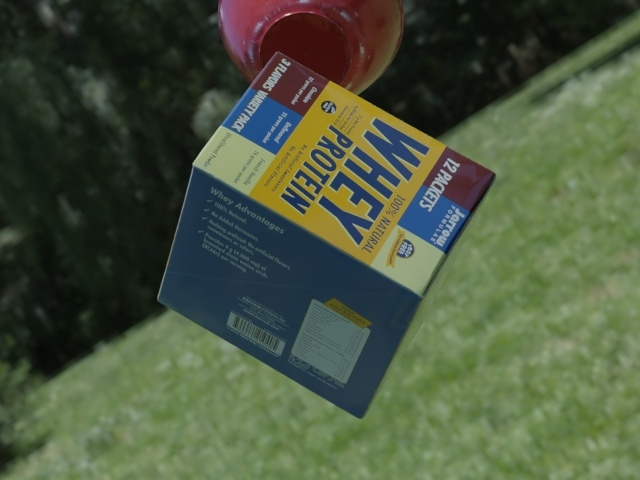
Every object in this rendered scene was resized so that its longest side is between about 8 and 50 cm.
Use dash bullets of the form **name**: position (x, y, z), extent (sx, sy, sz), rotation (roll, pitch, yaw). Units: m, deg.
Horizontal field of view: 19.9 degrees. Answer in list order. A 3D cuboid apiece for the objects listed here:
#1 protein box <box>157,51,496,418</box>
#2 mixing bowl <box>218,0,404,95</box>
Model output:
- **protein box**: position (0.000, 0.000, 1.435), extent (0.136, 0.200, 0.201), rotation (-56, -7, -34)
- **mixing bowl**: position (-0.012, -0.193, 1.729), extent (0.181, 0.181, 0.098), rotation (-32, 22, 19)
